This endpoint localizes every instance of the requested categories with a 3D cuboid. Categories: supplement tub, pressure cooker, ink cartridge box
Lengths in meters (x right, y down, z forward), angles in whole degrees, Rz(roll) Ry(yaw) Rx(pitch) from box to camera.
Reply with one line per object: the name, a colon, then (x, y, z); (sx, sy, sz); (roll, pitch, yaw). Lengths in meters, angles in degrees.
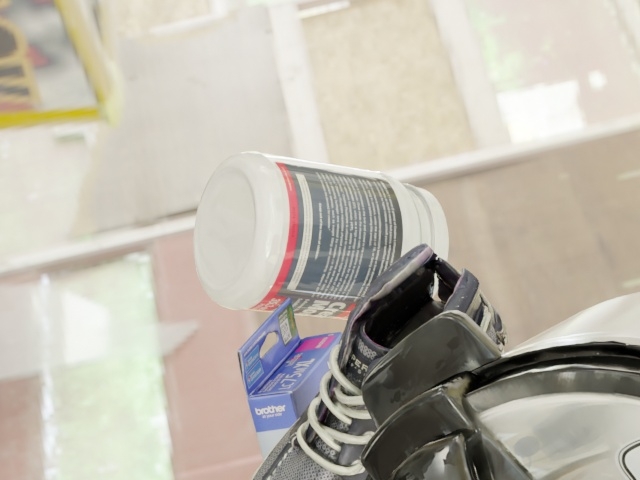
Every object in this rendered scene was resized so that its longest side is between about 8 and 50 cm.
supplement tub: (0.000, 0.000, 1.824); (0.191, 0.272, 0.191); (-18, -111, 55)
pressure cooker: (0.213, 0.232, 0.965); (0.420, 0.370, 0.375); (-12, 108, -64)
ink cartridge box: (-0.001, 0.230, 1.627); (0.186, 0.065, 0.311); (-42, 118, -66)

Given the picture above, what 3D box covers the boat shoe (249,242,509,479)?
boat shoe: (0.024, 0.150, 1.278); (0.127, 0.340, 0.158); (31, -18, 29)
